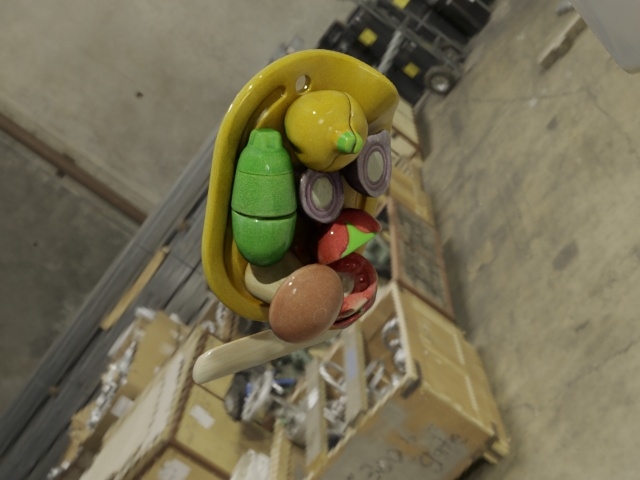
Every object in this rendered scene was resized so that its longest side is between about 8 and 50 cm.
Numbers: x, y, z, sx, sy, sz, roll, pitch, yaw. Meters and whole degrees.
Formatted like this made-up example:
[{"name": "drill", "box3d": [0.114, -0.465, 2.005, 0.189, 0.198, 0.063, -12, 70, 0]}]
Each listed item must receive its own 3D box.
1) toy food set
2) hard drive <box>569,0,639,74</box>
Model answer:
[{"name": "toy food set", "box3d": [0.000, 0.000, 0.535, 0.071, 0.128, 0.218, 36, 125, 46]}, {"name": "hard drive", "box3d": [0.245, -0.228, 0.703, 0.040, 0.203, 0.307, -39, 4, 7]}]
